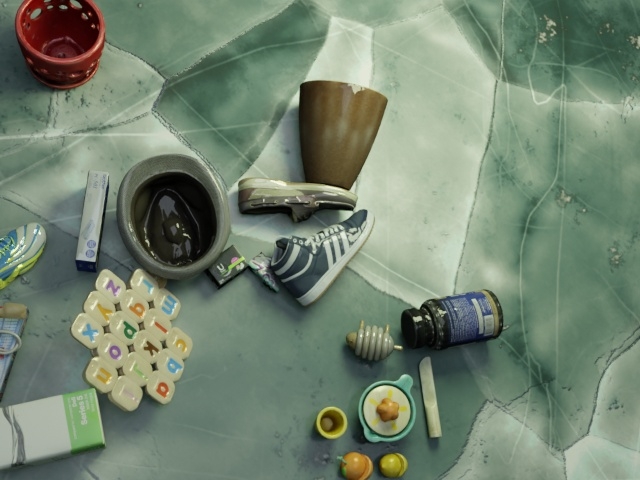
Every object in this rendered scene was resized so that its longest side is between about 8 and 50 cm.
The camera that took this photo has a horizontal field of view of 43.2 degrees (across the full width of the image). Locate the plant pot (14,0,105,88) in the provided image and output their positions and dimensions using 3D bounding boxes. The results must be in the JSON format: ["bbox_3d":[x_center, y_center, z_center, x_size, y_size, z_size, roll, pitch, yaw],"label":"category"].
[{"bbox_3d":[-0.586,-0.448,1.842,0.191,0.174,0.191,4,72,-12],"label":"plant pot"}]

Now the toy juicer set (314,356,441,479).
[{"bbox_3d":[0.165,0.416,1.812,0.329,0.089,0.209,-23,80,-20],"label":"toy juicer set"}]

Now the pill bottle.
[{"bbox_3d":[0.306,0.190,1.897,0.219,0.123,0.122,-8,76,-16],"label":"pill bottle"}]

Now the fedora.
[{"bbox_3d":[-0.330,-0.046,1.810,0.244,0.124,0.275,-19,87,-16],"label":"fedora"}]

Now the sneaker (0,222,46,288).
[{"bbox_3d":[-0.676,0.044,1.697,0.091,0.126,0.240,41,69,0],"label":"sneaker"}]

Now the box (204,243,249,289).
[{"bbox_3d":[-0.216,0.061,1.845,0.083,0.052,0.062,-37,85,-19],"label":"box"}]

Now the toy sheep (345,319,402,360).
[{"bbox_3d":[0.123,0.235,1.860,0.132,0.091,0.091,6,71,7],"label":"toy sheep"}]

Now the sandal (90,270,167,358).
[{"bbox_3d":[-0.420,0.150,1.753,0.088,0.079,0.240,36,69,-1],"label":"sandal"}]

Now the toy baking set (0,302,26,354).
[{"bbox_3d":[-0.721,0.206,1.627,0.197,0.030,0.256,35,77,-7],"label":"toy baking set"}]

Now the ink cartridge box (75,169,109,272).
[{"bbox_3d":[-0.501,-0.042,1.781,0.046,0.097,0.207,7,72,-12],"label":"ink cartridge box"}]

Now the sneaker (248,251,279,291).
[{"bbox_3d":[-0.115,0.067,1.875,0.098,0.038,0.069,46,70,2],"label":"sneaker"}]

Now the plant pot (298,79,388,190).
[{"bbox_3d":[0.037,-0.240,1.935,0.216,0.215,0.230,10,87,-11],"label":"plant pot"}]

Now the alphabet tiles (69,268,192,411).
[{"bbox_3d":[-0.389,0.204,1.687,0.278,0.021,0.284,46,43,-31],"label":"alphabet tiles"}]

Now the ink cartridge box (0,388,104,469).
[{"bbox_3d":[-0.568,0.381,1.583,0.273,0.198,0.114,-10,76,-17],"label":"ink cartridge box"}]

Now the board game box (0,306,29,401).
[{"bbox_3d":[-0.709,0.235,1.667,0.194,0.060,0.194,1,73,-14],"label":"board game box"}]

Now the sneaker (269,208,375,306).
[{"bbox_3d":[0.000,0.000,1.875,0.153,0.099,0.282,44,71,-16],"label":"sneaker"}]

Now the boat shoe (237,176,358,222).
[{"bbox_3d":[-0.055,-0.086,1.907,0.285,0.103,0.092,7,77,-8],"label":"boat shoe"}]
